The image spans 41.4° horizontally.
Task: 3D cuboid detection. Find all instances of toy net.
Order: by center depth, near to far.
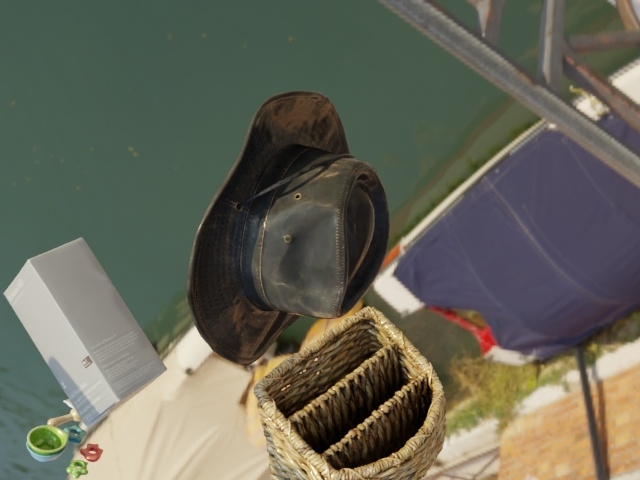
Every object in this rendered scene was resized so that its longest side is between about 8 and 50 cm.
[{"bbox_3d":[-0.440,0.336,1.547,0.122,0.232,0.045,16,115,1],"label":"toy net"}]

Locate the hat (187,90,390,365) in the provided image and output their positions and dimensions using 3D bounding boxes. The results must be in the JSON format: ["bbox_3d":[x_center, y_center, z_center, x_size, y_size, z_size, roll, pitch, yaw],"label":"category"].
[{"bbox_3d":[0.000,0.000,0.968,0.134,0.331,0.331,17,145,26],"label":"hat"}]

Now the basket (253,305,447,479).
[{"bbox_3d":[0.068,0.288,1.398,0.213,0.299,0.223,21,129,42],"label":"basket"}]

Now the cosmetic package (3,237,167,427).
[{"bbox_3d":[-0.342,0.131,1.224,0.238,0.107,0.127,53,135,4],"label":"cosmetic package"}]
